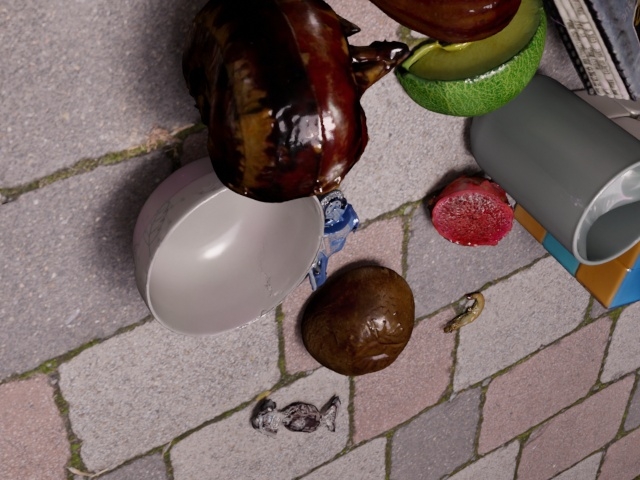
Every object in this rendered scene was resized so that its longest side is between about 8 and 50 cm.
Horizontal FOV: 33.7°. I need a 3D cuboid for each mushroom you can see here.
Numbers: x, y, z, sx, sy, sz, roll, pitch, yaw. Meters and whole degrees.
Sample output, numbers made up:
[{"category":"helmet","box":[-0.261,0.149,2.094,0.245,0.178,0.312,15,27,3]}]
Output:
[{"category":"mushroom","box":[0.072,0.156,1.876,0.194,0.138,0.231,-17,136,-28]}]

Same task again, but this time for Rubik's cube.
[{"category":"Rubik's cube","box":[0.584,-0.091,1.945,0.290,0.291,0.292,-12,135,-32]}]

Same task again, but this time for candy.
[{"category":"candy","box":[-0.038,0.339,2.034,0.226,0.051,0.094,12,116,-46]}]

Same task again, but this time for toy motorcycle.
[{"category":"toy motorcycle","box":[0.000,0.000,1.723,0.114,0.076,0.205,-4,130,-47]}]

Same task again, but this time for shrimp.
[{"category":"shrimp","box":[0.290,0.145,2.146,0.114,0.023,0.083,-30,138,-23]}]

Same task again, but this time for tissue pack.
[{"category":"tissue pack","box":[0.447,-0.410,1.611,0.361,0.122,0.259,44,70,-51]}]

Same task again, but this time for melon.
[{"category":"melon","box":[0.268,-0.262,1.647,0.265,0.129,0.169,-37,145,-6]}]

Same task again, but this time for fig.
[{"category":"fig","box":[0.101,-0.357,1.389,0.320,0.217,0.217,-10,137,-2]}]

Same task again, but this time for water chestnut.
[{"category":"water chestnut","box":[-0.026,-0.192,1.322,0.300,0.300,0.300,-23,139,-22]}]

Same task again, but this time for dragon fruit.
[{"category":"dragon fruit","box":[0.267,-0.073,1.868,0.153,0.111,0.153,6,135,6]}]

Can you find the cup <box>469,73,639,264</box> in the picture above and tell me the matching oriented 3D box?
[{"category":"cup","box":[0.398,-0.131,1.729,0.205,0.312,0.205,-23,139,-21]}]

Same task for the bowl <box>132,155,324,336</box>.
[{"category":"bowl","box":[-0.149,-0.012,1.520,0.287,0.144,0.287,-23,138,-22]}]
